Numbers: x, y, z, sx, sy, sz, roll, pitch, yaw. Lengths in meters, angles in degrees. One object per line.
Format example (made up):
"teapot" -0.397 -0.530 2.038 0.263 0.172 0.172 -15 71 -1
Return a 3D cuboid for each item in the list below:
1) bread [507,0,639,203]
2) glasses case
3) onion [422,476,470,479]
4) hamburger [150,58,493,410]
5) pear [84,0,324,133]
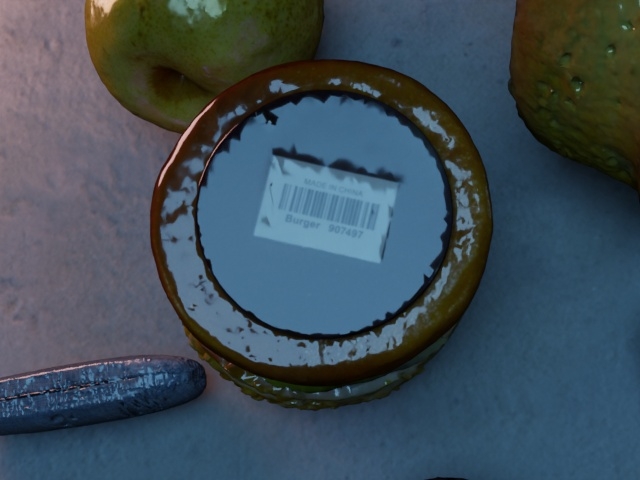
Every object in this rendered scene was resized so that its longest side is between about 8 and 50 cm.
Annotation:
"bread" 0.335 -0.222 1.067 0.215 0.398 0.398 24 82 28
"glasses case" -0.260 0.165 1.211 0.282 0.109 0.067 -12 73 8
"onion" 0.118 0.342 1.051 0.246 0.190 0.246 -20 57 33
"hamburger" 0.000 0.000 1.117 0.330 0.250 0.330 -1 78 3
"pear" -0.119 -0.249 1.214 0.271 0.271 0.271 -3 76 11
